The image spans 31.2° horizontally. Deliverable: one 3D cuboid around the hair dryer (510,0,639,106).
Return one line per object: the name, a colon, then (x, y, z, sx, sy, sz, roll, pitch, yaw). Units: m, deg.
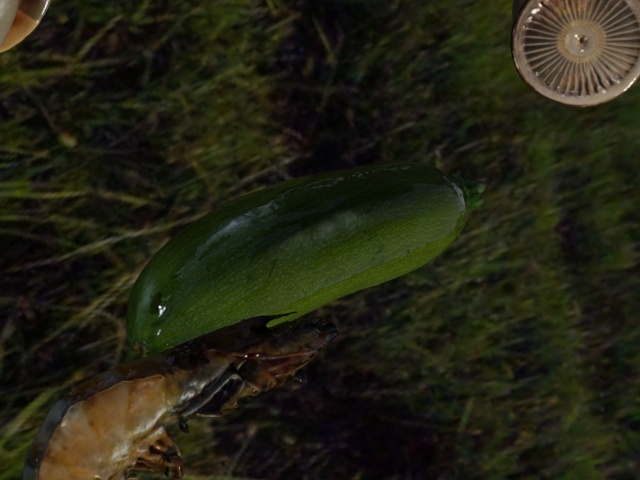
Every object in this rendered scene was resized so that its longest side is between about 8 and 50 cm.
hair dryer: (0.173, -0.290, 0.856, 0.189, 0.107, 0.344, -67, 144, -59)

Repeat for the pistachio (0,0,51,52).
pistachio: (-0.211, -0.170, 0.613, 0.145, 0.200, 0.117, 41, 42, 1)

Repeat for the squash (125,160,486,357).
squash: (0.000, 0.000, 0.917, 0.395, 0.107, 0.107, -20, 88, -43)

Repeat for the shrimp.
shrimp: (-0.058, 0.119, 0.576, 0.195, 0.035, 0.147, -22, 107, -39)
